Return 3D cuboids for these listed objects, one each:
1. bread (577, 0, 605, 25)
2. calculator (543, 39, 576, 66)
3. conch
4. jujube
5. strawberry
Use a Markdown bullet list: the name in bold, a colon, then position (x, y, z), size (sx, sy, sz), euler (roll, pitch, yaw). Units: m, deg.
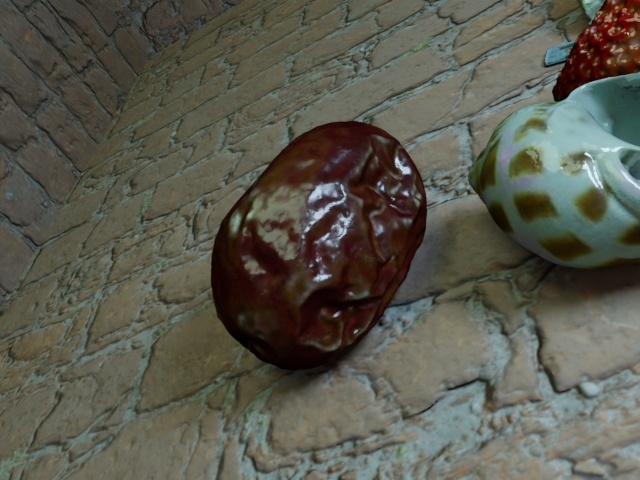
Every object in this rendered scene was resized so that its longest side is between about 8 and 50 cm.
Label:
- **bread**: position (0.597, -0.531, 1.125), size (0.333, 0.160, 0.333), euler (-36, 25, 20)
- **calculator**: position (0.500, -0.362, 1.169), size (0.172, 0.018, 0.057), euler (-9, 39, 38)
- **conch**: position (0.327, -0.088, 0.788), size (0.368, 0.197, 0.249), euler (27, 79, 39)
- **jujube**: position (-0.002, 0.000, 0.949), size (0.276, 0.276, 0.377), euler (1, 46, 44)
- **strawberry**: position (0.462, -0.245, 0.849), size (0.288, 0.250, 0.238), euler (-27, 68, 11)
